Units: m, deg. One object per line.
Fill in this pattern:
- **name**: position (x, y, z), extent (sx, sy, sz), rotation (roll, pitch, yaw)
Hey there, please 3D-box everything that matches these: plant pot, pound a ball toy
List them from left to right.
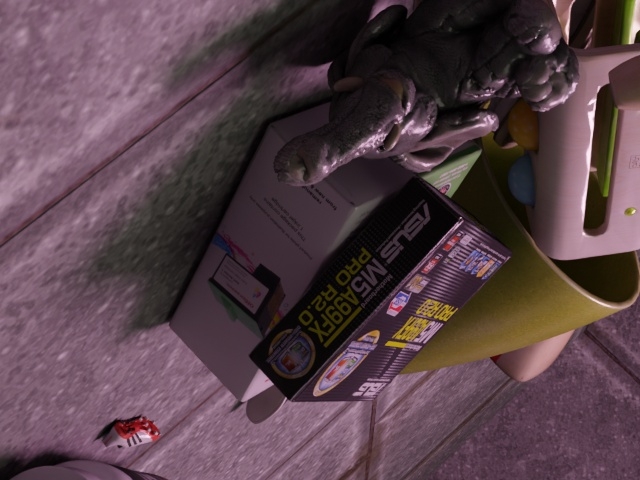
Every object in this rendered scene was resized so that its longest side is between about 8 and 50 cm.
- **plant pot**: position (0.167, 0.031, 1.488), extent (0.293, 0.275, 0.274), rotation (-38, 168, 31)
- **pound a ball toy**: position (0.245, -0.100, 1.168), extent (0.135, 0.208, 0.319), rotation (-6, 141, 2)

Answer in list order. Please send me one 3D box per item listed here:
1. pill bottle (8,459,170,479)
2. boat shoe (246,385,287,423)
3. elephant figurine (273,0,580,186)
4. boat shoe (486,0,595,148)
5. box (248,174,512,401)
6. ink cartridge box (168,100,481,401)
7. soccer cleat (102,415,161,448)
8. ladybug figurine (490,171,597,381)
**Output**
- **pill bottle**: position (-0.230, 0.313, 1.332), extent (0.161, 0.161, 0.283), rotation (-44, 162, -2)
- **boat shoe**: position (-0.049, 0.182, 1.639), extent (0.125, 0.046, 0.038), rotation (-58, 155, 12)
- **elephant figurine**: position (0.073, -0.130, 1.047), extent (0.239, 0.169, 0.186), rotation (-37, 140, 9)
- **boat shoe**: position (0.248, -0.228, 1.292), extent (0.113, 0.103, 0.302), rotation (-16, 147, -48)
- **box**: position (0.067, 0.056, 1.204), extent (0.216, 0.060, 0.270), rotation (-48, 162, 7)
- **ink cartridge box**: position (0.000, 0.000, 1.226), extent (0.201, 0.117, 0.278), rotation (-26, 154, -46)
- **soccer cleat**: position (-0.204, 0.210, 1.387), extent (0.035, 0.029, 0.083), rotation (-41, 161, 15)
- **ladybug figurine**: position (0.323, 0.033, 1.871), extent (0.305, 0.161, 0.449), rotation (-58, 170, -36)
